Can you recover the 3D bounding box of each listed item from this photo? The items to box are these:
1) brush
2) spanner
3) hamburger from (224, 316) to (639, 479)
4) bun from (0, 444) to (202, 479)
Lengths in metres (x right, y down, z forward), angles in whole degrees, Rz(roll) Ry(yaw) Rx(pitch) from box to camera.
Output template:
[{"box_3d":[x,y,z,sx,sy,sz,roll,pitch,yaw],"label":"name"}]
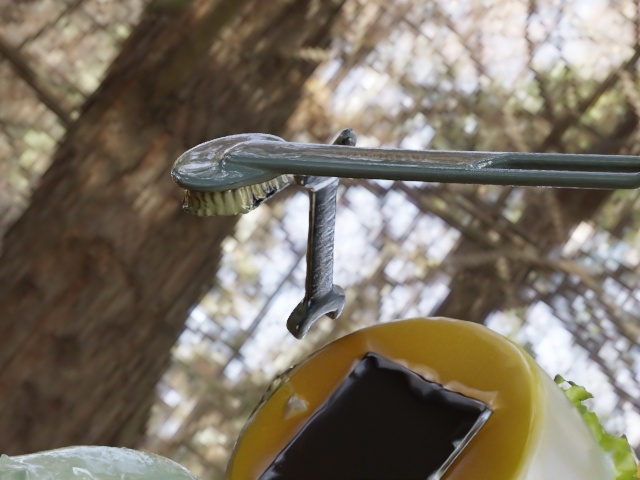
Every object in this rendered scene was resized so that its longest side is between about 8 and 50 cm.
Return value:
[{"box_3d":[0.040,-0.030,0.785,0.266,0.062,0.027,3,-61,36],"label":"brush"},{"box_3d":[0.000,0.000,1.172,0.015,0.054,0.254,48,-20,22],"label":"spanner"},{"box_3d":[0.073,0.194,1.180,0.294,0.276,0.179,20,-28,43],"label":"hamburger"},{"box_3d":[-0.175,0.254,1.056,0.293,0.293,0.187,51,-13,-31],"label":"bun"}]
